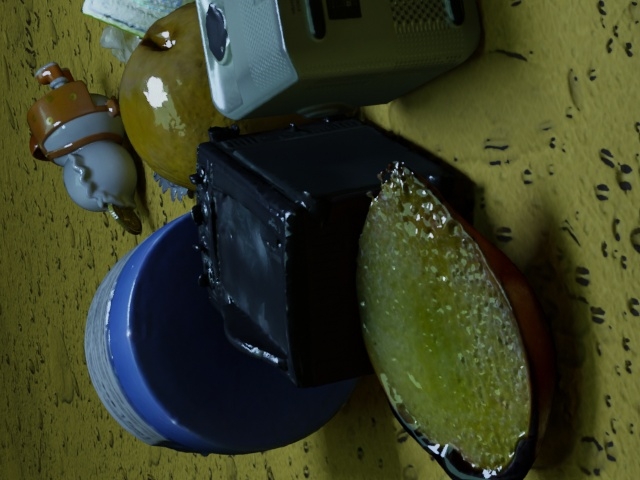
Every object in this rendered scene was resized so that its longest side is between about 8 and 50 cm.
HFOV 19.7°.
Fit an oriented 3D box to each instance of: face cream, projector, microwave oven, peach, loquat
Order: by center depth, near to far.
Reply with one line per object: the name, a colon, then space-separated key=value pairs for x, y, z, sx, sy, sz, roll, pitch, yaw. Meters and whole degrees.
peach: x=0.110 y=0.063 z=1.486 sx=0.189 sy=0.068 sz=0.279 roll=-1 pitch=107 yaw=45
projector: x=0.005 y=-0.195 z=1.570 sx=0.242 sy=0.177 sz=0.163 roll=162 pitch=100 yaw=-70
microwave oven: x=0.001 y=0.001 z=1.642 sx=0.247 sy=0.188 sz=0.178 roll=-142 pitch=47 yaw=-62
loquat: x=-0.094 y=-0.138 z=1.817 sx=0.208 sy=0.208 sz=0.208 roll=171 pitch=90 yaw=-69
face cream: x=-0.100 y=0.093 z=1.861 sx=0.225 sy=0.249 sz=0.249 roll=162 pitch=99 yaw=-70

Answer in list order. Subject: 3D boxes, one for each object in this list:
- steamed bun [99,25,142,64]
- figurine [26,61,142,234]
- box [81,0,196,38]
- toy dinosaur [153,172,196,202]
steamed bun: x=-0.170 y=-0.265 z=2.065 sx=0.292 sy=0.137 sz=0.295 roll=119 pitch=140 yaw=-54
figurine: x=-0.307 y=-0.126 z=2.507 sx=0.271 sy=0.143 sz=0.143 roll=47 pitch=145 yaw=24
box: x=-0.150 y=-0.315 z=1.908 sx=0.141 sy=0.064 sz=0.220 roll=24 pitch=111 yaw=16
toy dinosaur: x=-0.176 y=-0.088 z=2.279 sx=0.209 sy=0.039 sz=0.082 roll=178 pitch=82 yaw=-70
